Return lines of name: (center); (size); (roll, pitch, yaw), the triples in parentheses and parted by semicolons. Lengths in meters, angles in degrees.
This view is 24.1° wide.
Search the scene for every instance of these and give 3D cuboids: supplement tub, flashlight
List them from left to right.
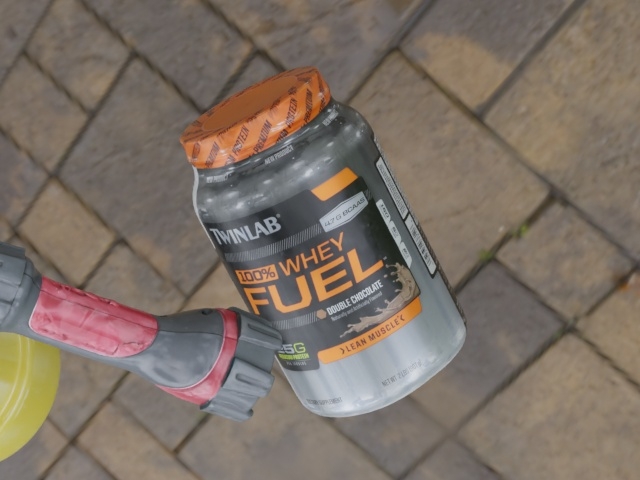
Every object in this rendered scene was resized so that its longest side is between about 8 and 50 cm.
flashlight: (-0.188, 0.073, 1.344); (0.304, 0.103, 0.103); (22, 99, -22)
supplement tub: (0.000, 0.000, 1.591); (0.207, 0.207, 0.338); (-17, 110, 34)

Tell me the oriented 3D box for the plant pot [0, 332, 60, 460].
plant pot: (-0.481, 0.144, 1.815); (0.254, 0.239, 0.254); (-4, 77, 17)
